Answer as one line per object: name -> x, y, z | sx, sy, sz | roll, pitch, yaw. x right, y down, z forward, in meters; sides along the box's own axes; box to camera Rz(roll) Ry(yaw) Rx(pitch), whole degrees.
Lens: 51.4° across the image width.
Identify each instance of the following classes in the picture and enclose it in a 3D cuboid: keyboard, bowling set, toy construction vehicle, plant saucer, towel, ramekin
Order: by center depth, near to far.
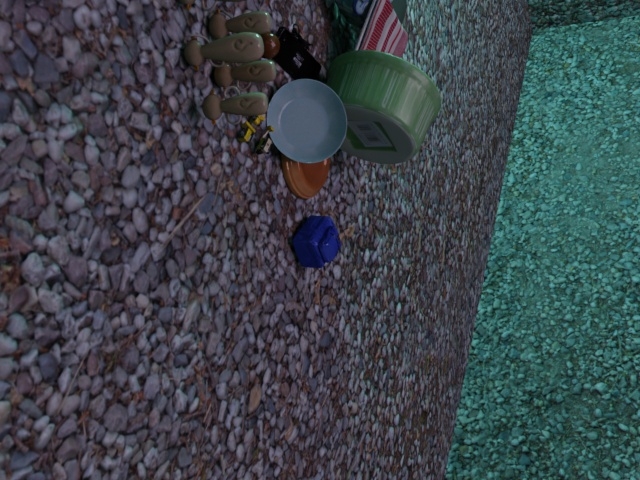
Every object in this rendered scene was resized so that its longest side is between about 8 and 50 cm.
bowling set -> -0.171, -0.368, 1.310 | 0.200, 0.154, 0.287 | -30, 117, -78
toy construction vehicle -> -0.140, -0.233, 1.448 | 0.086, 0.035, 0.098 | 45, 49, -38
plant saucer -> -0.035, -0.275, 1.547 | 0.194, 0.037, 0.195 | 0, 90, -18
keyboard -> -0.061, -0.444, 1.592 | 0.100, 0.038, 0.192 | -61, 148, -2
plant saucer -> -0.030, -0.202, 1.636 | 0.200, 0.037, 0.200 | 0, 91, -61
ramekin -> 0.137, -0.322, 1.678 | 0.303, 0.303, 0.148 | 47, 58, -51
towel -> 0.167, -0.520, 1.846 | 0.237, 0.037, 0.329 | -70, 162, 3

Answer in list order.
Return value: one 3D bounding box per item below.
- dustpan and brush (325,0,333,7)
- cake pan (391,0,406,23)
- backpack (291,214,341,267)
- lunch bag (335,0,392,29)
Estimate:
dustpan and brush -> 0.052, -0.704, 1.763 | 0.147, 0.060, 0.211 | 37, 52, -43
cake pan -> 0.186, -0.755, 1.991 | 0.293, 0.054, 0.294 | -4, 95, -60
backpack -> 0.000, 0.000, 1.633 | 0.120, 0.101, 0.098 | -63, 148, -44
lunch bag -> 0.127, -0.664, 1.760 | 0.176, 0.090, 0.219 | -60, 164, 4
